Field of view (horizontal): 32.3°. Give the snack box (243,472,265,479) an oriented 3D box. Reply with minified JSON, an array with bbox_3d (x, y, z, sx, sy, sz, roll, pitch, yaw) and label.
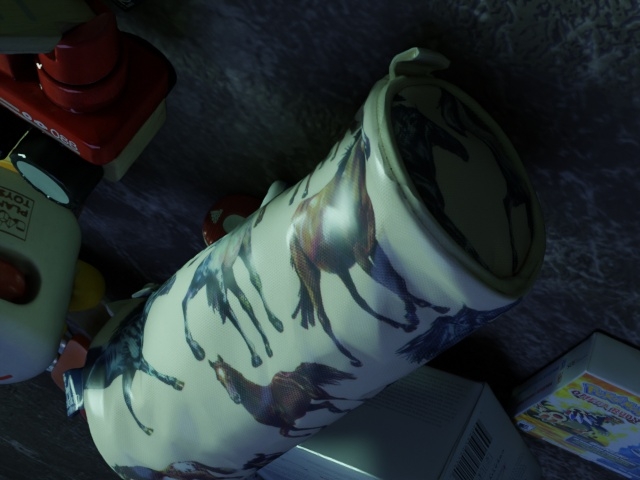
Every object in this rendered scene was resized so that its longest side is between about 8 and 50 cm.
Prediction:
[{"bbox_3d":[-0.118,0.234,1.256,0.070,0.207,0.174,6,157,30],"label":"snack box"}]

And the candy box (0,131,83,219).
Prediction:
[{"bbox_3d":[-0.302,-0.095,0.939,0.183,0.087,0.316,22,153,-1],"label":"candy box"}]

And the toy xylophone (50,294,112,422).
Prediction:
[{"bbox_3d":[-0.290,0.104,1.227,0.322,0.081,0.236,43,151,6],"label":"toy xylophone"}]

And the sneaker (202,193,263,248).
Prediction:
[{"bbox_3d":[-0.004,0.042,0.996,0.221,0.087,0.128,34,162,4],"label":"sneaker"}]

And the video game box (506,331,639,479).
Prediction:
[{"bbox_3d":[0.299,0.169,1.017,0.205,0.048,0.187,24,152,-3],"label":"video game box"}]

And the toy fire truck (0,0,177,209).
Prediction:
[{"bbox_3d":[-0.209,-0.136,0.654,0.217,0.158,0.246,33,159,5],"label":"toy fire truck"}]

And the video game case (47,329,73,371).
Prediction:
[{"bbox_3d":[-0.412,0.127,1.509,0.183,0.023,0.201,13,152,17],"label":"video game case"}]

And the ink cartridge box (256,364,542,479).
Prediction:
[{"bbox_3d":[0.055,0.220,1.159,0.309,0.130,0.272,15,154,35],"label":"ink cartridge box"}]

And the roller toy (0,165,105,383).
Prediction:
[{"bbox_3d":[-0.293,0.021,0.888,0.209,0.146,0.191,4,155,7],"label":"roller toy"}]

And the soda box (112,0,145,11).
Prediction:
[{"bbox_3d":[-0.151,-0.212,0.637,0.169,0.060,0.053,38,149,-30],"label":"soda box"}]

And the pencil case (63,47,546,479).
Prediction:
[{"bbox_3d":[-0.022,0.043,0.789,0.410,0.160,0.183,-38,81,39],"label":"pencil case"}]

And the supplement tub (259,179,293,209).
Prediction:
[{"bbox_3d":[0.000,0.000,0.904,0.107,0.071,0.071,21,154,2],"label":"supplement tub"}]
